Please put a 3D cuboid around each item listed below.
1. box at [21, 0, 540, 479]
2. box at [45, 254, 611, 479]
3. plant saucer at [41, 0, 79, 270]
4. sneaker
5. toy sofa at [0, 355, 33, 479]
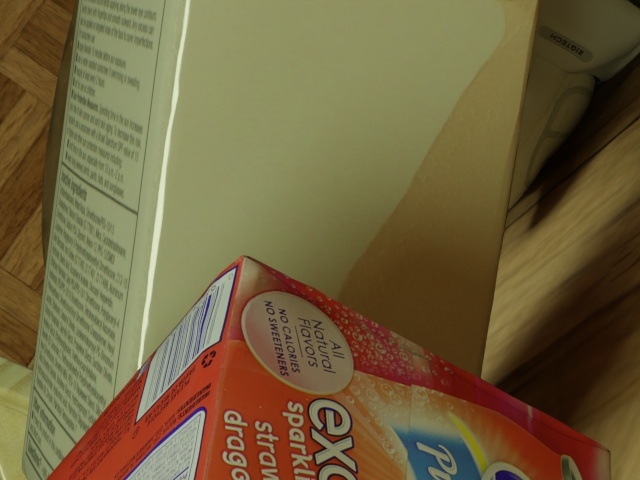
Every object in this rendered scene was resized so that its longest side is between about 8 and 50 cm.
[{"bbox_3d":[-0.014,-0.048,0.629,0.148,0.121,0.311,-147,65,-68],"label":"box"},{"bbox_3d":[-0.043,0.144,0.502,0.257,0.123,0.128,-48,21,35],"label":"box"},{"bbox_3d":[-0.090,-0.079,0.943,0.278,0.041,0.277,-168,90,-70],"label":"plant saucer"},{"bbox_3d":[0.057,-0.068,0.918,0.118,0.110,0.292,-65,9,-5],"label":"sneaker"},{"bbox_3d":[-0.131,0.236,0.702,0.150,0.177,0.362,99,-166,-50],"label":"toy sofa"}]
